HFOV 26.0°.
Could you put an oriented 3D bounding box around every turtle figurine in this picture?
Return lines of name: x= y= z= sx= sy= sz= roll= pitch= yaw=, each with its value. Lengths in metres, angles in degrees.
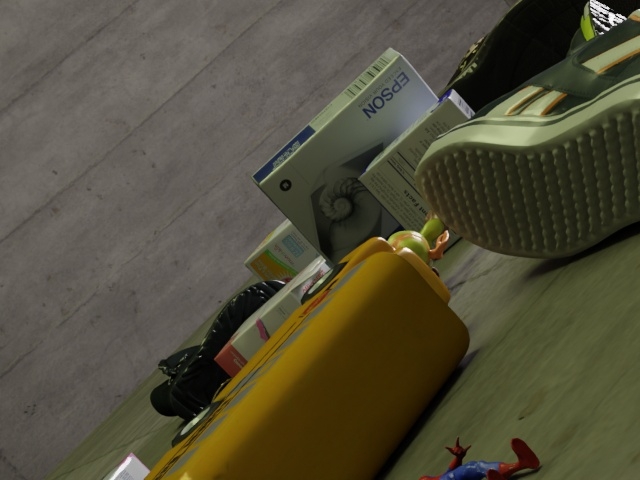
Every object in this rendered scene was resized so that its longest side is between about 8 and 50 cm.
turtle figurine: x=0.077 y=0.023 z=1.362 sx=0.269 sy=0.087 sz=0.217 roll=-53 pitch=0 yaw=-18

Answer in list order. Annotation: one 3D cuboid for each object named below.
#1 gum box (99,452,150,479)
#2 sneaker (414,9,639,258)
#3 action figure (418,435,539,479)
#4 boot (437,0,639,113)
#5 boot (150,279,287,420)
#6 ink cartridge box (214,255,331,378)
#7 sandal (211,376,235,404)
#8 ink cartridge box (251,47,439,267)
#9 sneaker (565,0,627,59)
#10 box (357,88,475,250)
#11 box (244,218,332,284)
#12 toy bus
gum box: x=-0.259 y=0.329 z=1.569 sx=0.107 sy=0.062 sz=0.188 roll=-40 pitch=5 yaw=27
sneaker: x=0.198 y=-0.074 z=0.990 sx=0.127 sy=0.126 sz=0.321 roll=-50 pitch=17 yaw=-26
action figure: x=0.072 y=0.131 z=0.746 sx=0.038 sy=0.030 sz=0.115 roll=-51 pitch=6 yaw=-32
boot: x=0.291 y=-0.256 z=1.919 sx=0.377 sy=0.138 sz=0.284 roll=-47 pitch=2 yaw=22
boot: x=-0.147 y=0.158 z=2.012 sx=0.246 sy=0.094 sz=0.207 roll=-50 pitch=9 yaw=-12
ink cartridge box: x=-0.036 y=0.098 z=1.791 sx=0.198 sy=0.067 sz=0.115 roll=-42 pitch=4 yaw=30
sandal: x=-0.090 y=0.182 z=1.487 sx=0.090 sy=0.060 sz=0.219 roll=-41 pitch=5 yaw=23
ink cartridge box: x=0.072 y=-0.068 z=1.604 sx=0.223 sy=0.224 sz=0.045 roll=-44 pitch=27 yaw=1
sneaker: x=0.249 y=-0.125 z=1.196 sx=0.121 sy=0.111 sz=0.300 roll=-60 pitch=-9 yaw=7
box: x=0.134 y=-0.073 z=1.521 sx=0.137 sy=0.126 sz=0.072 roll=-41 pitch=7 yaw=15
box: x=0.000 y=0.000 z=2.108 sx=0.203 sy=0.114 sz=0.103 roll=-39 pitch=7 yaw=30
toy bus: x=0.000 y=0.115 z=0.995 sx=0.130 sy=0.108 sz=0.332 roll=-38 pitch=7 yaw=48
